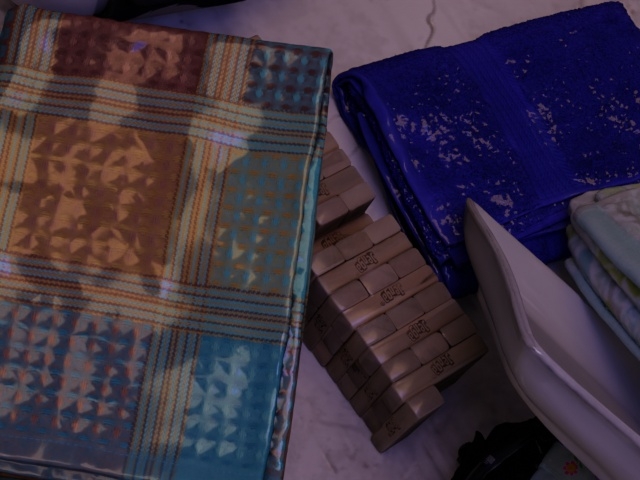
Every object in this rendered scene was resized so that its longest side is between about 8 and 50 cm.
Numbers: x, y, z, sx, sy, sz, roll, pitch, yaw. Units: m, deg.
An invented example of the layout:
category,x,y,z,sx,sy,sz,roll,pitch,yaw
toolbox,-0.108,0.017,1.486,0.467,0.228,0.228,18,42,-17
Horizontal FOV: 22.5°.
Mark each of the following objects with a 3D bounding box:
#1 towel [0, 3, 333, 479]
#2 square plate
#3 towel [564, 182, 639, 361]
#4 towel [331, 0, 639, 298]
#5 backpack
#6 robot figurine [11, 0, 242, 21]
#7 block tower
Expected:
category,x,y,z,sx,sy,sz,roll,pitch,yaw
towel,-0.141,0.008,1.208,0.271,0.040,0.370,8,74,0
square plate,0.232,0.138,1.171,0.347,0.344,0.049,43,100,-13
towel,0.405,0.066,1.262,0.320,0.090,0.374,-8,39,-23
towel,0.188,-0.092,1.408,0.308,0.076,0.227,-17,72,-25
backpack,0.140,0.225,1.202,0.115,0.152,0.182,36,65,-3
robot figurine,-0.143,-0.269,1.337,0.278,0.209,0.173,-13,91,-24
block tower,0.000,0.000,1.293,0.097,0.091,0.335,-28,76,-26
